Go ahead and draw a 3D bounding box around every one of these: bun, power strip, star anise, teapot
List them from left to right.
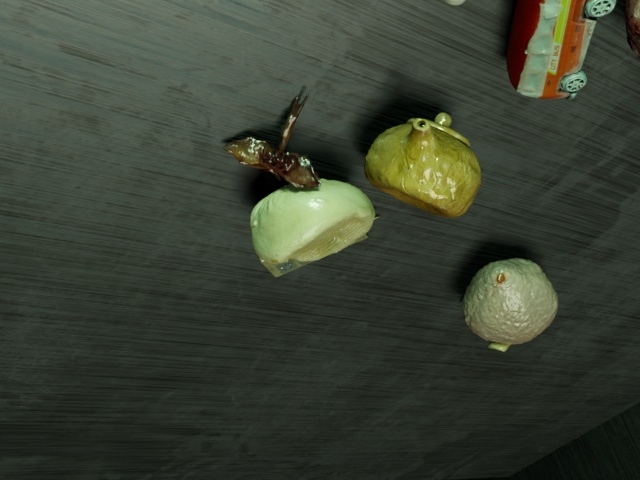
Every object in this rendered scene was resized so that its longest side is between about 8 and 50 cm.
[{"bbox_3d":[-0.062,-0.170,1.312,0.158,0.144,0.140,21,176,-36],"label":"star anise"},{"bbox_3d":[-0.022,-0.045,1.407,0.229,0.145,0.229,-24,160,-9],"label":"bun"},{"bbox_3d":[0.000,0.000,1.596,0.267,0.034,0.092,-23,146,9],"label":"power strip"},{"bbox_3d":[0.192,-0.144,1.376,0.167,0.203,0.311,-67,163,-1],"label":"teapot"}]

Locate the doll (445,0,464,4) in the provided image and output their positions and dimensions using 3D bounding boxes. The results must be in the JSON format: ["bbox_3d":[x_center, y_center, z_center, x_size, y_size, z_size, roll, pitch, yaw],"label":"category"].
[{"bbox_3d":[0.174,-0.437,0.942,0.242,0.160,0.311,-15,149,-32],"label":"doll"}]

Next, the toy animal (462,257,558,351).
[{"bbox_3d":[0.459,0.156,1.904,0.226,0.188,0.358,-33,144,12],"label":"toy animal"}]

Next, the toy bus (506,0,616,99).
[{"bbox_3d":[0.363,-0.332,1.213,0.119,0.121,0.265,-7,147,-2],"label":"toy bus"}]

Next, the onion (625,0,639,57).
[{"bbox_3d":[0.603,-0.351,1.199,0.252,0.219,0.252,-6,140,-5],"label":"onion"}]
